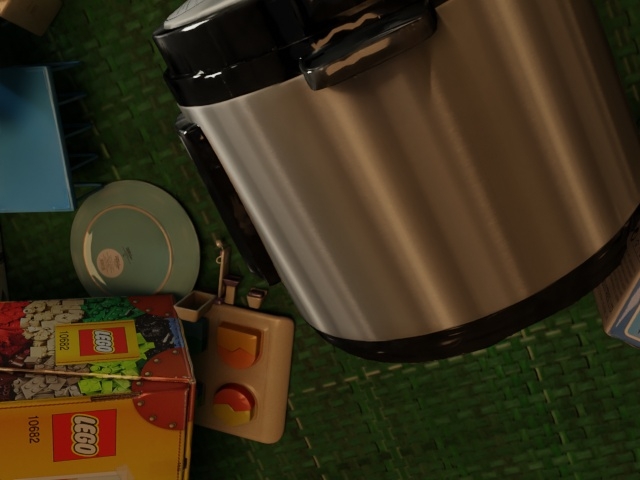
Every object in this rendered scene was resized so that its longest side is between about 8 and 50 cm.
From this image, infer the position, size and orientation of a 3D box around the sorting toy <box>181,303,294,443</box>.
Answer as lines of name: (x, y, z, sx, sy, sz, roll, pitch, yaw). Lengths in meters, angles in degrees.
sorting toy: (-0.145, 0.173, 1.095, 0.208, 0.038, 0.193, 10, 111, 10)

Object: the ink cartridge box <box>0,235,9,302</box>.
ink cartridge box: (-0.501, 0.061, 1.068, 0.100, 0.172, 0.237, 4, 110, 11)

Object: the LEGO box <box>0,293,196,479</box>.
LEGO box: (-0.364, 0.333, 1.016, 0.373, 0.193, 0.500, -1, 118, -18)

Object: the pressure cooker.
pressure cooker: (0.062, -0.154, 0.734, 0.370, 0.375, 0.420, 3, 129, 51)

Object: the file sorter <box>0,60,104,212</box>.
file sorter: (-0.346, -0.131, 1.000, 0.118, 0.104, 0.170, -1, 109, 13)

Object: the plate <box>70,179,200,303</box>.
plate: (-0.246, 0.016, 1.057, 0.188, 0.024, 0.188, 3, 101, 15)

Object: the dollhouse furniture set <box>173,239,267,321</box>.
dollhouse furniture set: (-0.123, 0.051, 1.008, 0.091, 0.114, 0.081, 11, 107, 12)

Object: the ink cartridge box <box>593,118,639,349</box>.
ink cartridge box: (0.399, -0.101, 0.742, 0.151, 0.270, 0.395, 21, 113, 4)

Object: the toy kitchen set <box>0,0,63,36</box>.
toy kitchen set: (-0.350, -0.374, 0.929, 0.166, 0.122, 0.207, 35, 93, 0)
